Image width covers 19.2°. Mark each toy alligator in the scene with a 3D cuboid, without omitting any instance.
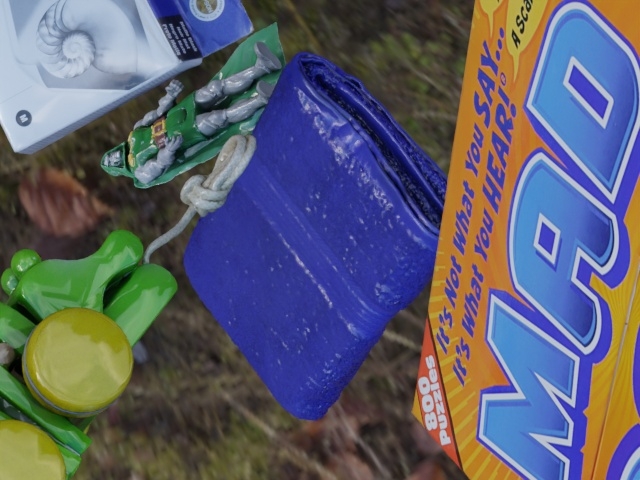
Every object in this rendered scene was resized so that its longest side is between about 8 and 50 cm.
[{"bbox_3d":[-0.079,0.030,0.524,0.051,0.056,0.189,32,58,-7],"label":"toy alligator"}]

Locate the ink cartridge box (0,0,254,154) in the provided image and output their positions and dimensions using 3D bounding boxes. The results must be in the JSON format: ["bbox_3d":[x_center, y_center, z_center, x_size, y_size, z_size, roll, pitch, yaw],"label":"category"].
[{"bbox_3d":[-0.203,-0.218,1.572,0.224,0.045,0.223,-28,88,7],"label":"ink cartridge box"}]

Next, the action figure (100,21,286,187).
[{"bbox_3d":[-0.132,-0.116,1.897,0.232,0.137,0.063,-29,139,32],"label":"action figure"}]

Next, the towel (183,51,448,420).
[{"bbox_3d":[0.000,0.000,1.743,0.076,0.227,0.308,-20,155,-41],"label":"towel"}]

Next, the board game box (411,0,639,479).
[{"bbox_3d":[0.307,0.013,1.020,0.356,0.356,0.356,-11,125,-27],"label":"board game box"}]
